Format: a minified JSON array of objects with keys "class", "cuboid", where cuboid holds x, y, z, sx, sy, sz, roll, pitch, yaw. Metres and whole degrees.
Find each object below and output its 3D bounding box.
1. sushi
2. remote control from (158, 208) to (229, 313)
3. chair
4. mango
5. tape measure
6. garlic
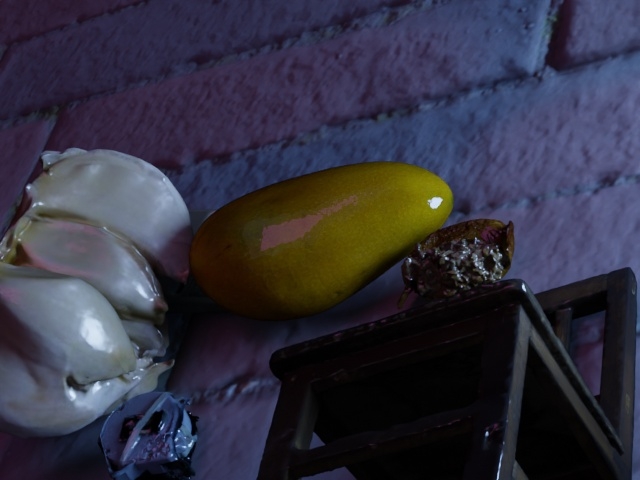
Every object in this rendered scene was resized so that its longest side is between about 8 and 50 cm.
[{"class":"sushi","cuboid":[0.117,0.021,1.618,0.120,0.052,0.055,-16,24,23]},{"class":"remote control","cuboid":[-0.169,0.023,1.874,0.285,0.038,0.123,-2,49,36]},{"class":"chair","cuboid":[0.101,0.122,1.344,0.203,0.240,0.416,-20,38,26]},{"class":"mango","cuboid":[0.000,0.000,1.689,0.253,0.113,0.138,-17,34,14]},{"class":"tape measure","cuboid":[-0.151,0.179,1.654,0.091,0.054,0.094,-19,40,13]},{"class":"garlic","cuboid":[-0.223,0.069,1.743,0.203,0.185,0.281,25,49,4]}]
